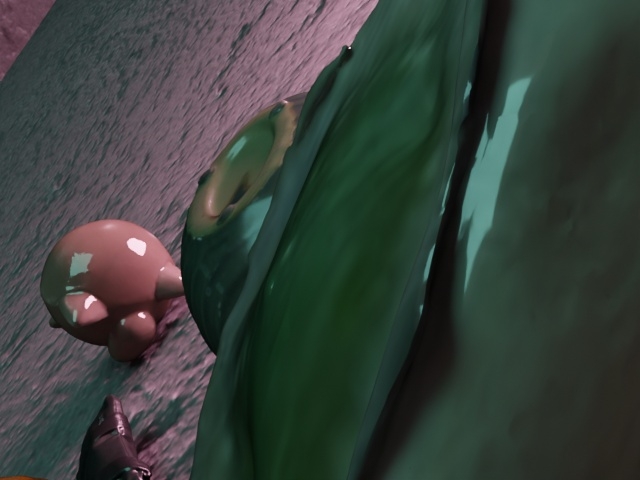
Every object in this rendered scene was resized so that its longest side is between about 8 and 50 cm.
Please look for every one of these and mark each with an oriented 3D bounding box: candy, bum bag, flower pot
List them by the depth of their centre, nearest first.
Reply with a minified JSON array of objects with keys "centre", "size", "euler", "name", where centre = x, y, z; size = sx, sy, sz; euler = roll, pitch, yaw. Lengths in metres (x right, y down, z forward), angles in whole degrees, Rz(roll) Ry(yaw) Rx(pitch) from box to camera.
[{"centre":[0.065,0.039,0.629],"size":[0.386,0.186,0.427],"euler":[-97,21,-68],"name":"candy"},{"centre":[0.000,0.000,0.975],"size":[0.189,0.157,0.243],"euler":[-42,21,23],"name":"flower pot"},{"centre":[-0.157,0.185,1.124],"size":[0.198,0.049,0.087],"euler":[-129,56,-68],"name":"bum bag"}]

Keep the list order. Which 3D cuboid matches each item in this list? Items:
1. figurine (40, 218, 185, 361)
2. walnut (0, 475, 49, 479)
[{"centre":[-0.191,0.043,1.339],"size":[0.125,0.125,0.138],"euler":[-51,34,-6],"name":"figurine"},{"centre":[-0.207,0.291,0.832],"size":[0.209,0.209,0.336],"euler":[-20,36,51],"name":"walnut"}]
